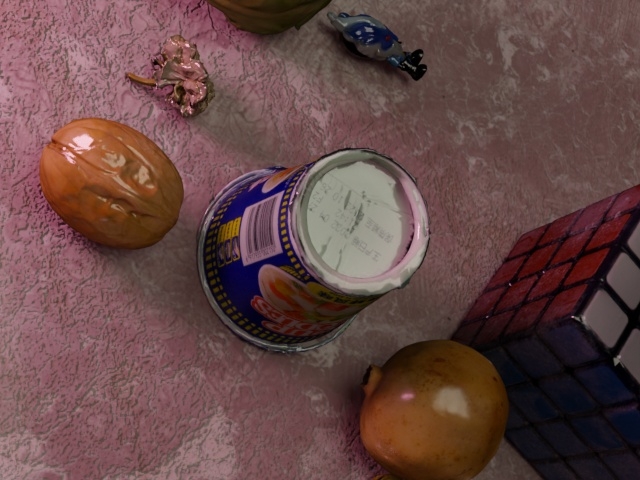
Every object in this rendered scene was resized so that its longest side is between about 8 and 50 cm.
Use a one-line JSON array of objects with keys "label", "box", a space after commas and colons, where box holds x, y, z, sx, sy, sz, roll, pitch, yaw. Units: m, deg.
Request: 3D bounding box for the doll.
[{"label": "doll", "box": [0.089, -0.328, 2.005, 0.195, 0.070, 0.096, 24, 33, -27]}]

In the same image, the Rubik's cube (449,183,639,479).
[{"label": "Rubik's cube", "box": [0.456, 0.163, 1.917, 0.337, 0.344, 0.344, 47, 58, -12]}]

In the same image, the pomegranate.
[{"label": "pomegranate", "box": [0.170, 0.254, 1.783, 0.233, 0.233, 0.233, 10, 70, -30]}]

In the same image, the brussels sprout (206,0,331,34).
[{"label": "brussels sprout", "box": [-0.090, -0.464, 1.831, 0.328, 0.247, 0.328, 24, 46, -28]}]

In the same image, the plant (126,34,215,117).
[{"label": "plant", "box": [-0.219, -0.236, 1.768, 0.121, 0.104, 0.117, -13, 59, -10]}]

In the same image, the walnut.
[{"label": "walnut", "box": [-0.281, -0.075, 1.640, 0.206, 0.159, 0.159, 33, 60, -20]}]

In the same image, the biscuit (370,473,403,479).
[{"label": "biscuit", "box": [0.102, 0.391, 1.812, 0.084, 0.023, 0.084, 10, 70, -30]}]

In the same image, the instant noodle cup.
[{"label": "instant noodle cup", "box": [0.000, 0.000, 1.666, 0.284, 0.312, 0.284, 4, 78, -20]}]
